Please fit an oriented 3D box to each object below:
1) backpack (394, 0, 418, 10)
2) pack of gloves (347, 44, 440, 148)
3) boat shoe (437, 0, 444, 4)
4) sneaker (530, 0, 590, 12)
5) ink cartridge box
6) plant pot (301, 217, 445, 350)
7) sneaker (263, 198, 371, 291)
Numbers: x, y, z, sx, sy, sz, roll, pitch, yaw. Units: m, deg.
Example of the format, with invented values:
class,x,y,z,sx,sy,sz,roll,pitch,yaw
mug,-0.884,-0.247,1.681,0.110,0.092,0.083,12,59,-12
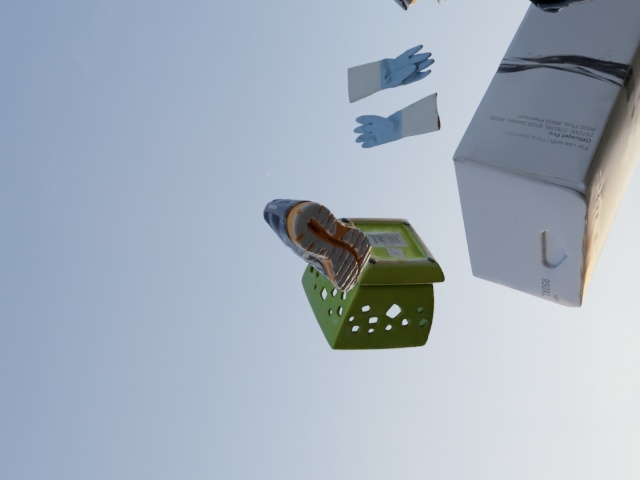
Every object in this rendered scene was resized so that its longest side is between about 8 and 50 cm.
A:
class,x,y,z,sx,sy,sz,roll,pitch,yaw
backpack,0.185,-0.673,1.676,0.276,0.213,0.263,29,-137,-48
pack of gloves,0.164,-0.306,1.600,0.046,0.232,0.195,7,-101,-48
boat shoe,0.248,-0.497,1.392,0.223,0.074,0.080,-35,-64,-73
sneaker,0.171,-0.230,0.518,0.104,0.296,0.147,43,-85,-6
ink cartridge box,0.339,-0.153,1.004,0.394,0.166,0.285,-60,-30,-24
plant pot,0.112,0.077,1.531,0.228,0.227,0.207,0,-52,-23
sneaker,0.000,0.000,1.022,0.084,0.083,0.215,-59,-39,-14
